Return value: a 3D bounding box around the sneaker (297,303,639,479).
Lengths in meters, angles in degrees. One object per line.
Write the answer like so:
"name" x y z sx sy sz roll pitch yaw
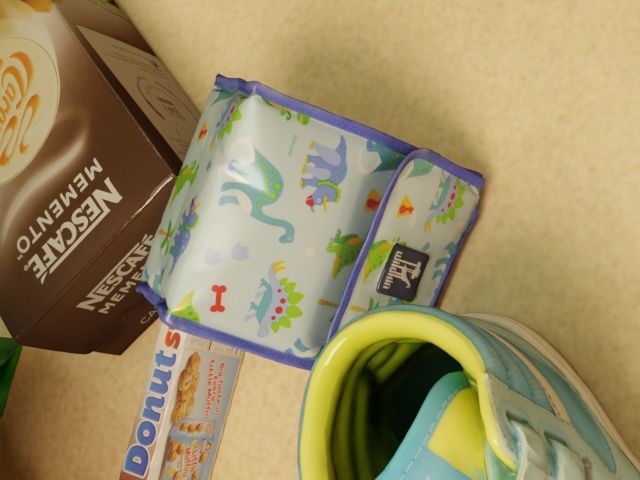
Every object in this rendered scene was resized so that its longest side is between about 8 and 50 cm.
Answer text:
"sneaker" 0.102 0.153 0.507 0.127 0.208 0.319 -48 63 11

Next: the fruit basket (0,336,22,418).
"fruit basket" -0.204 0.209 0.629 0.392 0.392 0.283 22 92 30

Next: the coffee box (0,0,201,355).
"coffee box" -0.165 -0.068 0.760 0.141 0.098 0.246 -45 63 14

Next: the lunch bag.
"lunch bag" 0.000 0.000 0.640 0.129 0.151 0.096 -68 22 4

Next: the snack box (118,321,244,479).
"snack box" -0.075 0.091 0.699 0.022 0.064 0.178 14 87 28
